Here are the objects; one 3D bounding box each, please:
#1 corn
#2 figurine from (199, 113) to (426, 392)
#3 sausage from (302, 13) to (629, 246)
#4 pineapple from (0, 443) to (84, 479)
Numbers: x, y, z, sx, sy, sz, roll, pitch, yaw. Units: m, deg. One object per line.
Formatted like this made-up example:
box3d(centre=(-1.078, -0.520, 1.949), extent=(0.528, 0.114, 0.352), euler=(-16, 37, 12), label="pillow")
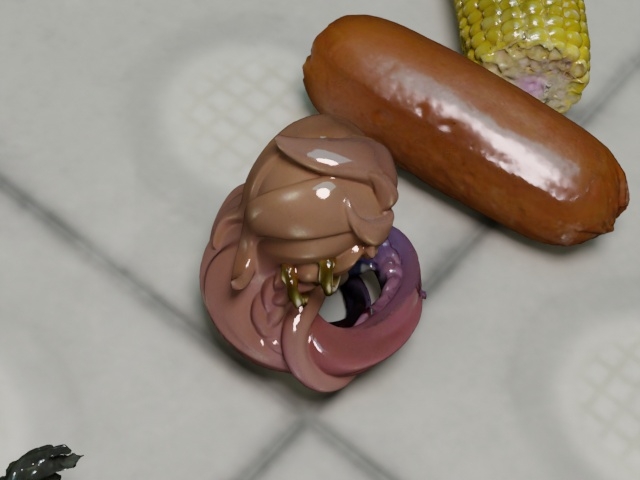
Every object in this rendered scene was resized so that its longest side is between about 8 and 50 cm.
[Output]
box3d(centre=(0.116, -0.186, 1.041), extent=(0.081, 0.081, 0.248), euler=(4, 55, -10), label="corn")
box3d(centre=(-0.009, 0.005, 0.846), extent=(0.114, 0.157, 0.126), euler=(-26, 68, -4), label="figurine")
box3d(centre=(0.082, -0.061, 0.950), extent=(0.197, 0.076, 0.076), euler=(32, 55, 9), label="sausage")
box3d(centre=(-0.154, 0.168, 0.729), extent=(0.108, 0.108, 0.198), euler=(15, 41, -2), label="pineapple")
